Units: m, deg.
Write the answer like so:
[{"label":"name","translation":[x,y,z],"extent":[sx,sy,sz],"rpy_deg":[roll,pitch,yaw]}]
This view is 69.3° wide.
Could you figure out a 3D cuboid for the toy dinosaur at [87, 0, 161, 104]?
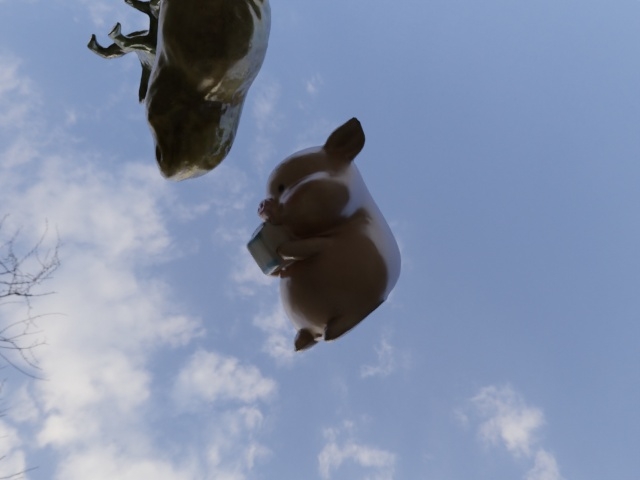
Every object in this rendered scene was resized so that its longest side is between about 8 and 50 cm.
[{"label":"toy dinosaur","translation":[-0.295,-0.372,0.844],"extent":[0.294,0.162,0.077],"rpy_deg":[-26,-119,34]}]

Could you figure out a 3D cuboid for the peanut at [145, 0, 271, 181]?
[{"label":"peanut","translation":[-0.135,-0.191,0.531],"extent":[0.122,0.137,0.253],"rpy_deg":[14,-70,-23]}]

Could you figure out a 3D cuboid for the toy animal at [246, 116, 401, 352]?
[{"label":"toy animal","translation":[-0.003,-0.003,0.669],"extent":[0.212,0.195,0.257],"rpy_deg":[-26,-92,-37]}]
